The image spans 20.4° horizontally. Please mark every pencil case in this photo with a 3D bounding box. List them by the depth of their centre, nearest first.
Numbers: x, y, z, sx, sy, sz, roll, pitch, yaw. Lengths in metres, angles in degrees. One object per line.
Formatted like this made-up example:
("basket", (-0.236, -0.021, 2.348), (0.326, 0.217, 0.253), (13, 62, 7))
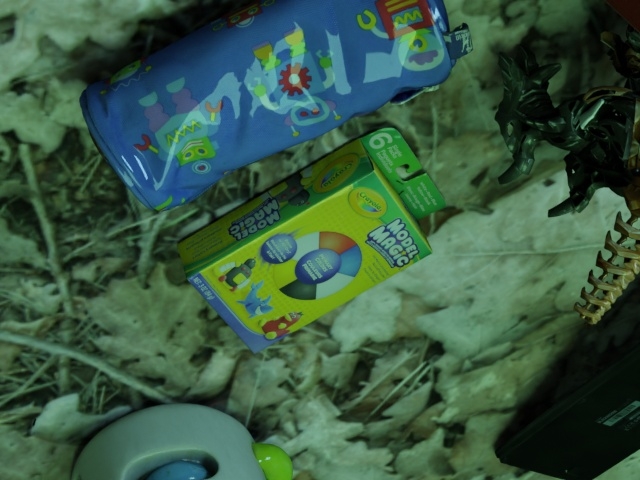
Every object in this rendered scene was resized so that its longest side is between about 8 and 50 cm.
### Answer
("pencil case", (-0.034, -0.128, 1.414), (0.306, 0.119, 0.133), (-25, 111, 6))

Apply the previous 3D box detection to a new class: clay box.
("clay box", (0.000, 0.000, 1.589), (0.222, 0.053, 0.127), (-30, 134, 10))

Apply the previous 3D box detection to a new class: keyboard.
("keyboard", (0.338, 0.174, 1.810), (0.201, 0.033, 0.317), (18, 143, -23))

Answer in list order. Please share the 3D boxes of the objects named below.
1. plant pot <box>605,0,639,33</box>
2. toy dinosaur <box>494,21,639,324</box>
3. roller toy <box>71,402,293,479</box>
("plant pot", (0.351, -0.290, 1.321), (0.267, 0.267, 0.236), (-7, 120, -13))
("toy dinosaur", (0.263, -0.095, 1.469), (0.322, 0.218, 0.164), (-51, 123, -29))
("roller toy", (-0.142, 0.269, 1.718), (0.191, 0.146, 0.209), (29, 117, -36))
